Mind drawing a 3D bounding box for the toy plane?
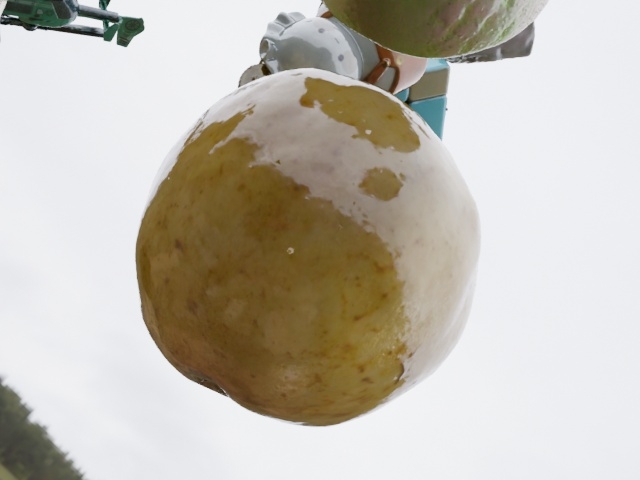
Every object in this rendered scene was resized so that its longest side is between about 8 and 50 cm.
[{"bbox_3d":[-0.316,-0.280,1.218,0.096,0.235,0.060,-52,-136,40],"label":"toy plane"}]

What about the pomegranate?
[{"bbox_3d":[-0.016,0.010,0.844,0.307,0.307,0.307,31,-30,20],"label":"pomegranate"}]

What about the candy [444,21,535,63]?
[{"bbox_3d":[0.214,-0.353,1.443,0.195,0.137,0.184,-124,-155,-64],"label":"candy"}]

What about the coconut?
[{"bbox_3d":[0.091,-0.254,0.807,0.236,0.236,0.204,110,-38,-60],"label":"coconut"}]

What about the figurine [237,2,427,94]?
[{"bbox_3d":[0.019,-0.205,1.132,0.143,0.271,0.143,49,-21,25],"label":"figurine"}]

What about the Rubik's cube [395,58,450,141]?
[{"bbox_3d":[0.035,-0.202,1.380,0.265,0.213,0.224,-119,-159,-45],"label":"Rubik's cube"}]

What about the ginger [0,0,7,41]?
[{"bbox_3d":[-0.392,-0.337,0.927,0.358,0.211,0.413,-13,-68,41],"label":"ginger"}]
